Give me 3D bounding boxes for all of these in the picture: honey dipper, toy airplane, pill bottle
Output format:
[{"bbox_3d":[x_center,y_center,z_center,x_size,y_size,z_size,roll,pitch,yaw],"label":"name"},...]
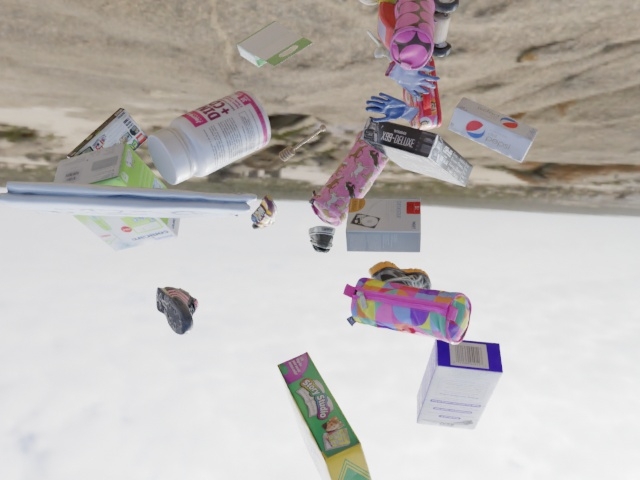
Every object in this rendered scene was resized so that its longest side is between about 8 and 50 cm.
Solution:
[{"bbox_3d":[-0.047,-0.267,1.701,0.160,0.030,0.030,-32,164,31],"label":"honey dipper"},{"bbox_3d":[0.222,-0.629,1.553,0.272,0.386,0.384,13,-171,12],"label":"toy airplane"},{"bbox_3d":[-0.281,-0.259,1.601,0.283,0.160,0.160,-32,-156,-29],"label":"pill bottle"}]

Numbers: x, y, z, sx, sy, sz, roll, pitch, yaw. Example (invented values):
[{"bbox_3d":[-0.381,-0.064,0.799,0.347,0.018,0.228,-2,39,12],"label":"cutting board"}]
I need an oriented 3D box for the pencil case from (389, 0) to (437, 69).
[{"bbox_3d":[0.180,-0.408,1.226,0.095,0.098,0.209,23,-140,-6],"label":"pencil case"}]

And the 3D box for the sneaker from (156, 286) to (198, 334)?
[{"bbox_3d":[-0.470,0.230,2.179,0.131,0.112,0.319,1,-163,-29],"label":"sneaker"}]

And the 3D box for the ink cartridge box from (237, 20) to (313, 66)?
[{"bbox_3d":[-0.151,-0.650,2.140,0.171,0.056,0.235,-37,-127,-16],"label":"ink cartridge box"}]

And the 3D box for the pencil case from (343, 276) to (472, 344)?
[{"bbox_3d":[0.161,0.129,1.187,0.236,0.104,0.104,6,-175,38],"label":"pencil case"}]

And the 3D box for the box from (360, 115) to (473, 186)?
[{"bbox_3d":[0.300,-0.269,1.939,0.242,0.076,0.307,22,-179,35],"label":"box"}]

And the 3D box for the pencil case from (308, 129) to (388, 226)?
[{"bbox_3d":[0.116,-0.241,2.415,0.167,0.386,0.160,38,166,-2],"label":"pencil case"}]

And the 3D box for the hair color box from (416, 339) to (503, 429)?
[{"bbox_3d":[0.399,0.426,1.857,0.185,0.339,0.110,6,-135,1],"label":"hair color box"}]

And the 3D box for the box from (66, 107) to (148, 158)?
[{"bbox_3d":[-0.605,-0.268,1.804,0.036,0.207,0.114,23,155,46],"label":"box"}]

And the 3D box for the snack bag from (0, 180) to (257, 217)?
[{"bbox_3d":[-0.283,-0.057,0.962,0.323,0.037,0.342,1,180,-16],"label":"snack bag"}]

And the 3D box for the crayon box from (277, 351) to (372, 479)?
[{"bbox_3d":[0.019,0.527,1.665,0.106,0.313,0.363,-23,-147,-11],"label":"crayon box"}]

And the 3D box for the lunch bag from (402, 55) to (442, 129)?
[{"bbox_3d":[0.397,-0.581,2.483,0.120,0.293,0.258,-10,-170,1],"label":"lunch bag"}]

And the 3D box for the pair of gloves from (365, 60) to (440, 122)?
[{"bbox_3d":[0.210,-0.382,1.645,0.159,0.198,0.023,11,-137,-27],"label":"pair of gloves"}]

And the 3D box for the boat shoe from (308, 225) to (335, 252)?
[{"bbox_3d":[0.000,0.000,1.849,0.078,0.070,0.219,8,176,-2],"label":"boat shoe"}]

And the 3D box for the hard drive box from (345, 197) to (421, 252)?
[{"bbox_3d":[0.202,-0.050,2.009,0.232,0.089,0.181,0,-141,7],"label":"hard drive box"}]

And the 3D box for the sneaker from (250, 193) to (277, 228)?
[{"bbox_3d":[-0.209,-0.095,2.288,0.084,0.069,0.185,-24,156,-19],"label":"sneaker"}]

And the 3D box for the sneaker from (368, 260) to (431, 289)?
[{"bbox_3d":[0.211,0.117,1.624,0.215,0.083,0.084,13,136,-38],"label":"sneaker"}]

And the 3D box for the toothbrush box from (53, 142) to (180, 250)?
[{"bbox_3d":[-0.530,-0.107,1.671,0.206,0.122,0.283,-11,147,15],"label":"toothbrush box"}]

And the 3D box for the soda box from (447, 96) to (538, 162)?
[{"bbox_3d":[0.451,-0.292,1.660,0.216,0.074,0.069,28,-134,14],"label":"soda box"}]
